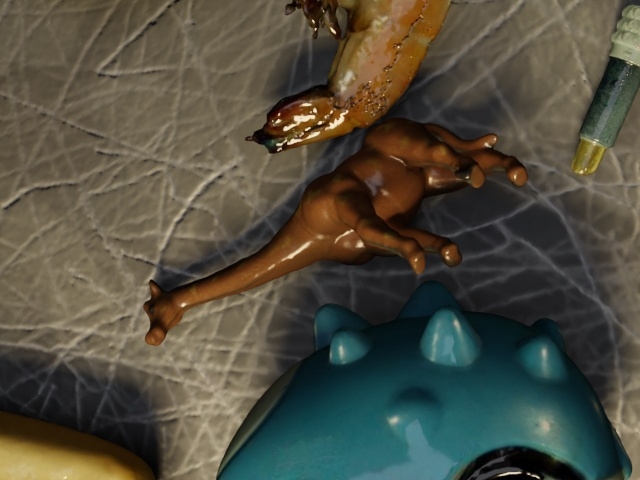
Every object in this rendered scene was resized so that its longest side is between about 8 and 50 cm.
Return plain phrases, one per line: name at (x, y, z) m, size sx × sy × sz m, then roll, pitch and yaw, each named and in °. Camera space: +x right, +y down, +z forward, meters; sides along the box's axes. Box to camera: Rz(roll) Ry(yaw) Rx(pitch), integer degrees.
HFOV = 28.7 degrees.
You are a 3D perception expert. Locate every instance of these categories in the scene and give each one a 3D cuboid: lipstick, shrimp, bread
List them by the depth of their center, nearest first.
lipstick at (0.197, -0.097, 0.833) m, size 0.037 × 0.037 × 0.116 m, roll 23°, pitch 98°, yaw 10°
bread at (-0.212, 0.193, 0.862) m, size 0.217 × 0.098 × 0.147 m, roll 15°, pitch 90°, yaw 8°
shrimp at (-0.050, -0.171, 0.867) m, size 0.290 × 0.054 × 0.222 m, roll 4°, pitch 88°, yaw 12°

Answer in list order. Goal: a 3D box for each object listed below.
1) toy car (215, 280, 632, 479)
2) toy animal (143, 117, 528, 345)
toy car at (0.055, 0.124, 0.771) m, size 0.255 × 0.188 × 0.190 m, roll -13°, pitch 82°, yaw 10°
toy animal at (0.000, 0.000, 0.828) m, size 0.230 × 0.066 × 0.224 m, roll 12°, pitch 56°, yaw 50°
